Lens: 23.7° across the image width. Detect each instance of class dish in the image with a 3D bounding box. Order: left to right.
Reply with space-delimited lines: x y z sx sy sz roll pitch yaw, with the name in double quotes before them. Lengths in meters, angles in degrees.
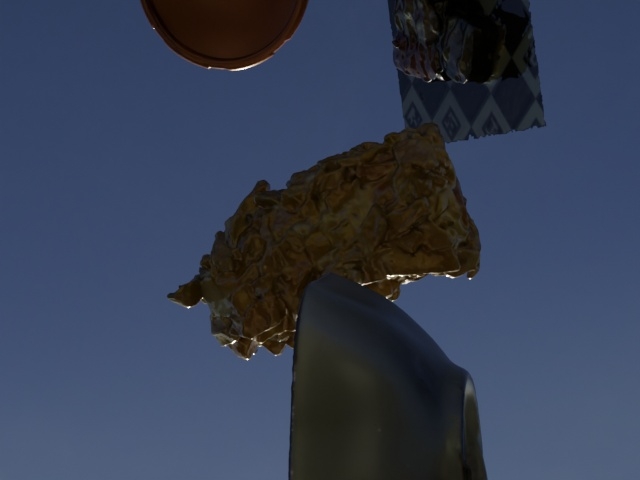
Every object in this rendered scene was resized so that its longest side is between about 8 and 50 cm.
"dish" 0.036 0.101 0.643 0.066 0.190 0.190 -4 -49 10

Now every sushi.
"sushi" 0.103 -0.197 1.373 0.047 0.231 0.219 -9 -88 -27

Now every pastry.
"pastry" 0.000 0.000 1.240 0.250 0.154 0.102 -22 -15 16

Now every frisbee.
"frisbee" -0.096 -0.268 1.537 0.192 0.035 0.192 5 -76 19
